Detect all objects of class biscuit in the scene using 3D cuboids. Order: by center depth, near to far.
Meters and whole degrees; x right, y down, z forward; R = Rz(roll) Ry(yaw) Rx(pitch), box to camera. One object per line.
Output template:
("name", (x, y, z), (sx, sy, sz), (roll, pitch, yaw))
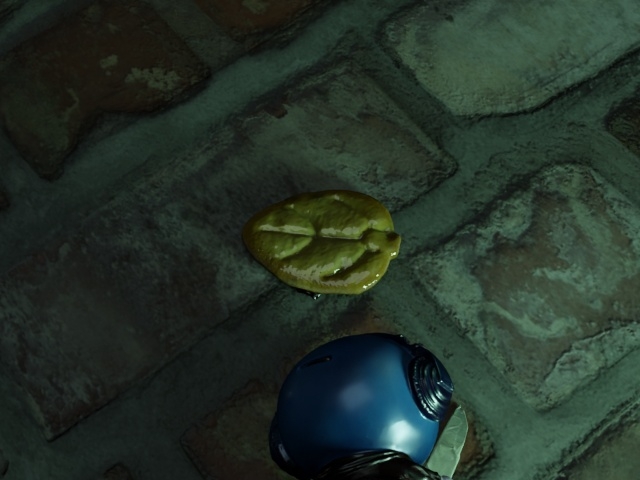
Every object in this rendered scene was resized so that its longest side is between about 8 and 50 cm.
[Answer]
("biscuit", (0.000, -0.002, 1.968), (0.260, 0.041, 0.203), (6, 61, 6))

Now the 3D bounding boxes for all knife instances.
("knife", (0.159, 0.367, 1.757), (0.047, 0.017, 0.298), (15, 63, 20))

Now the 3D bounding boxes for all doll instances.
("doll", (0.059, 0.279, 1.690), (0.284, 0.240, 0.310), (-23, 50, 25))
